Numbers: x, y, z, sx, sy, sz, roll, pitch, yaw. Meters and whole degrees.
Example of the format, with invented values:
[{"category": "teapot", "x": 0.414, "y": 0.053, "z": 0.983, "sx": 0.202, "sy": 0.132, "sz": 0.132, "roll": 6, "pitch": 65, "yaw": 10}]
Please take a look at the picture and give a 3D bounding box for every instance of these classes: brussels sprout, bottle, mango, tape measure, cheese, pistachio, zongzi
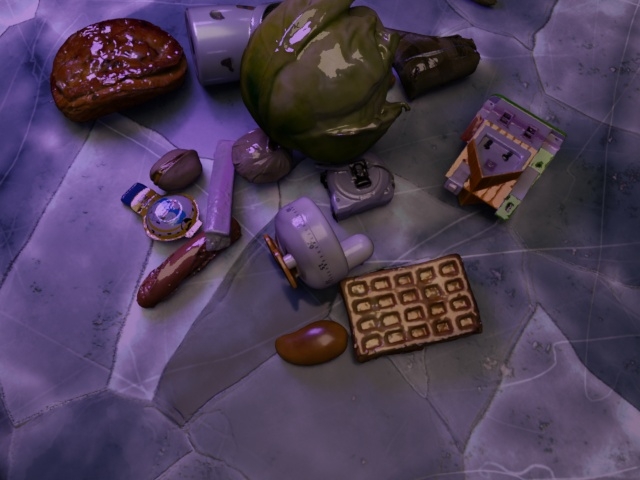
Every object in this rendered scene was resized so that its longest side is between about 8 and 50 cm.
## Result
[{"category": "brussels sprout", "x": -0.015, "y": -0.402, "z": 1.216, "sx": 0.361, "sy": 0.342, "sz": 0.425, "roll": -28, "pitch": 86, "yaw": -11}, {"category": "bottle", "x": -0.194, "y": -0.569, "z": 1.408, "sx": 0.352, "sy": 0.229, "sz": 0.229, "roll": -11, "pitch": 72, "yaw": -13}, {"category": "mango", "x": -0.021, "y": 0.254, "z": 1.203, "sx": 0.184, "sy": 0.085, "sz": 0.102, "roll": -13, "pitch": 72, "yaw": 0}, {"category": "tape measure", "x": 0.095, "y": -0.162, "z": 1.332, "sx": 0.196, "sy": 0.105, "sz": 0.178, "roll": -24, "pitch": 73, "yaw": -8}, {"category": "cheese", "x": -0.429, "y": -0.080, "z": 1.311, "sx": 0.250, "sy": 0.064, "sz": 0.156, "roll": 27, "pitch": 65, "yaw": 18}, {"category": "pistachio", "x": -0.390, "y": -0.191, "z": 1.323, "sx": 0.113, "sy": 0.113, "sz": 0.149, "roll": 34, "pitch": 47, "yaw": 9}, {"category": "zongzi", "x": 0.321, "y": -0.584, "z": 1.470, "sx": 0.251, "sy": 0.125, "sz": 0.274, "roll": -20, "pitch": 68, "yaw": -7}]

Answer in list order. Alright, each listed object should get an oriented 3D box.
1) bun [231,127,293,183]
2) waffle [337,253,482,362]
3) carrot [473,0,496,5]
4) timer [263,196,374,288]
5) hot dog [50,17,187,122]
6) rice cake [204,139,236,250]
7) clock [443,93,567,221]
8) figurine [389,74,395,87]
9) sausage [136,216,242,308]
[{"category": "bun", "x": -0.149, "y": -0.233, "z": 1.316, "sx": 0.167, "sy": 0.113, "sz": 0.173, "roll": 28, "pitch": 50, "yaw": -19}, {"category": "waffle", "x": 0.221, "y": 0.166, "z": 1.234, "sx": 0.328, "sy": 0.098, "sz": 0.224, "roll": -12, "pitch": 71, "yaw": -3}, {"category": "carrot", "x": 0.416, "y": -0.860, "z": 1.589, "sx": 0.359, "sy": 0.074, "sz": 0.074, "roll": 33, "pitch": 74, "yaw": 8}, {"category": "timer", "x": 0.000, "y": 0.000, "z": 1.210, "sx": 0.240, "sy": 0.233, "sz": 0.233, "roll": -28, "pitch": 75, "yaw": -7}, {"category": "hot dog", "x": -0.571, "y": -0.479, "z": 1.380, "sx": 0.388, "sy": 0.174, "sz": 0.267, "roll": -24, "pitch": 72, "yaw": -8}, {"category": "rice cake", "x": -0.260, "y": -0.135, "z": 1.292, "sx": 0.073, "sy": 0.056, "sz": 0.365, "roll": 3, "pitch": 55, "yaw": -6}, {"category": "clock", "x": 0.470, "y": -0.208, "z": 1.329, "sx": 0.235, "sy": 0.166, "sz": 0.309, "roll": 36, "pitch": 67, "yaw": 10}, {"category": "figurine", "x": 0.143, "y": -0.456, "z": 1.447, "sx": 0.176, "sy": 0.121, "sz": 0.122, "roll": -14, "pitch": 101, "yaw": -16}, {"category": "sausage", "x": -0.339, "y": 0.053, "z": 1.258, "sx": 0.327, "sy": 0.087, "sz": 0.079, "roll": -40, "pitch": 65, "yaw": -14}]
